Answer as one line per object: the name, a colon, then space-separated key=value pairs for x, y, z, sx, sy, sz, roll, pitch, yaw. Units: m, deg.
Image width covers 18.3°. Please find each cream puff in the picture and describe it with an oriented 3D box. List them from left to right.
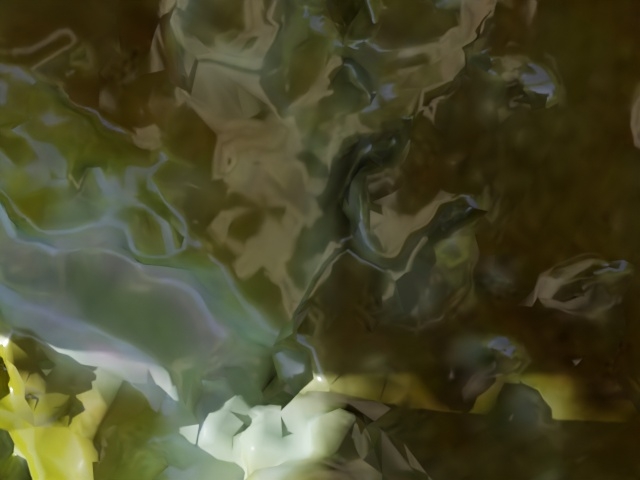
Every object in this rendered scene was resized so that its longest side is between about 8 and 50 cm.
cream puff: x=-0.002 y=0.000 z=0.499 sx=0.185 sy=0.282 sz=0.282 roll=2 pitch=114 yaw=68
